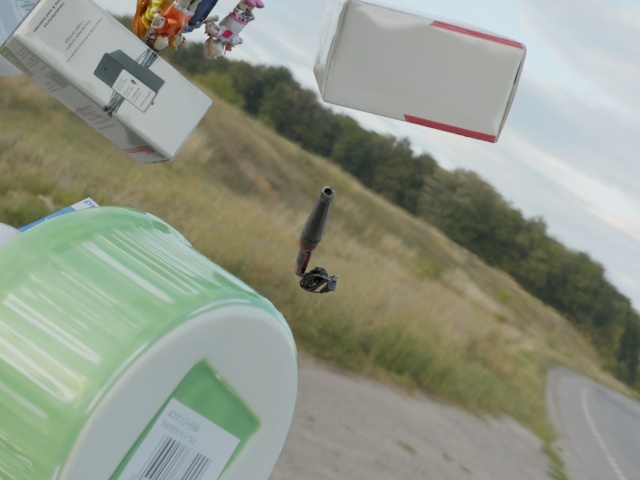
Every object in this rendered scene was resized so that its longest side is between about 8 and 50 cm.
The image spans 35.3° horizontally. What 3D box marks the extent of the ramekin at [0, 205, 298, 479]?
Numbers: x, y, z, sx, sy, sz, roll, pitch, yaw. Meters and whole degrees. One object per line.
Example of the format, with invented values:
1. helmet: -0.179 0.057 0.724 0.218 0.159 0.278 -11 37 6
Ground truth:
1. ramekin: -0.154 0.138 0.783 0.148 0.303 0.303 26 1 32

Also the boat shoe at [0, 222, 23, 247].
1. boat shoe: -0.394 0.142 0.952 0.136 0.367 0.156 39 -11 19

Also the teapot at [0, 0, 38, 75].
1. teapot: -0.534 -0.369 1.545 0.187 0.252 0.256 2 -23 14

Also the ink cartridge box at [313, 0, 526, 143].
1. ink cartridge box: 0.113 -0.234 1.303 0.226 0.131 0.306 12 14 -6

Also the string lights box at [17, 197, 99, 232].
1. string lights box: -0.378 0.049 1.300 0.077 0.133 0.260 39 32 10

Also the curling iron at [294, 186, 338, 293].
1. curling iron: 0.000 0.000 1.407 0.068 0.035 0.274 15 -31 5

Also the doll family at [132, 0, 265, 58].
1. doll family: -0.224 -0.384 1.689 0.118 0.163 0.263 53 24 13

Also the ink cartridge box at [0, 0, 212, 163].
1. ink cartridge box: -0.240 -0.181 1.117 0.208 0.087 0.153 40 -13 -22
